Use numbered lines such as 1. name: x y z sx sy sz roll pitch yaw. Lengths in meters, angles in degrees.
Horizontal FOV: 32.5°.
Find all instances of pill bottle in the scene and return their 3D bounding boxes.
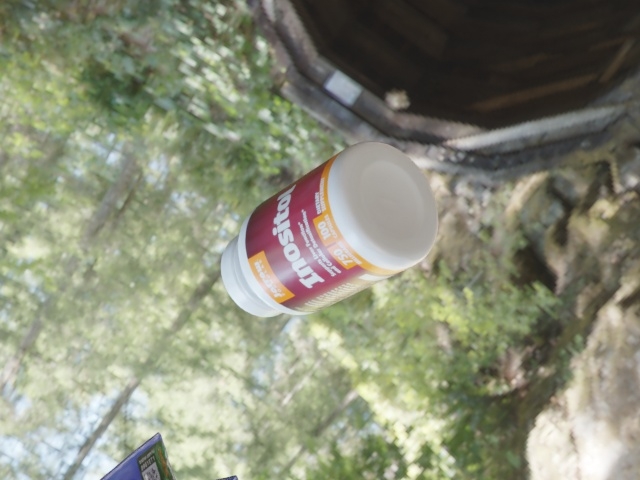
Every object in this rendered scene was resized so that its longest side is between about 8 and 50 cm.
1. pill bottle: 0.000 0.000 0.733 0.086 0.152 0.086 17 -120 -32

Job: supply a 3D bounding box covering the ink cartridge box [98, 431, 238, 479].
1. ink cartridge box: -0.078 0.302 0.786 0.311 0.065 0.186 69 -163 -2
